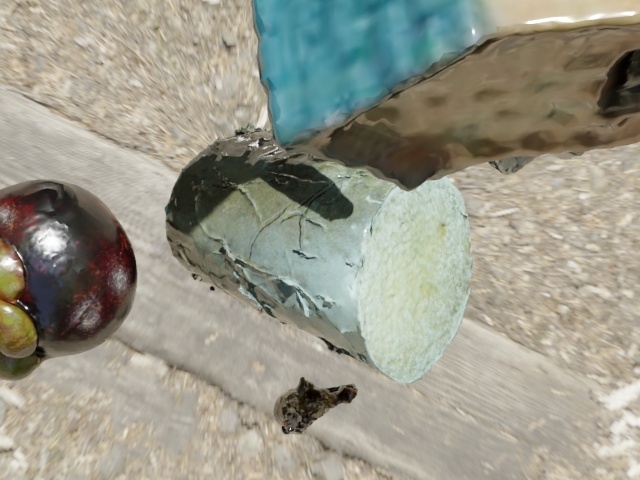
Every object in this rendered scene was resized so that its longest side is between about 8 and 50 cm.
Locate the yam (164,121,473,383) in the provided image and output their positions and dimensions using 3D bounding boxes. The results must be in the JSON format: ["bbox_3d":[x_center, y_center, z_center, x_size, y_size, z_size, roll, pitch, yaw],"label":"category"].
[{"bbox_3d":[0.000,0.000,1.590,0.348,0.241,0.241,20,92,39],"label":"yam"}]

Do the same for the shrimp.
[{"bbox_3d":[-0.009,0.206,1.777,0.117,0.262,0.066,-27,90,-2],"label":"shrimp"}]

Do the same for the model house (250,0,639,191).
[{"bbox_3d":[0.041,-0.114,0.485,0.325,0.194,0.267,-7,66,-4],"label":"model house"}]

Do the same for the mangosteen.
[{"bbox_3d":[-0.296,0.034,1.443,0.210,0.210,0.210,0,93,-3],"label":"mangosteen"}]
